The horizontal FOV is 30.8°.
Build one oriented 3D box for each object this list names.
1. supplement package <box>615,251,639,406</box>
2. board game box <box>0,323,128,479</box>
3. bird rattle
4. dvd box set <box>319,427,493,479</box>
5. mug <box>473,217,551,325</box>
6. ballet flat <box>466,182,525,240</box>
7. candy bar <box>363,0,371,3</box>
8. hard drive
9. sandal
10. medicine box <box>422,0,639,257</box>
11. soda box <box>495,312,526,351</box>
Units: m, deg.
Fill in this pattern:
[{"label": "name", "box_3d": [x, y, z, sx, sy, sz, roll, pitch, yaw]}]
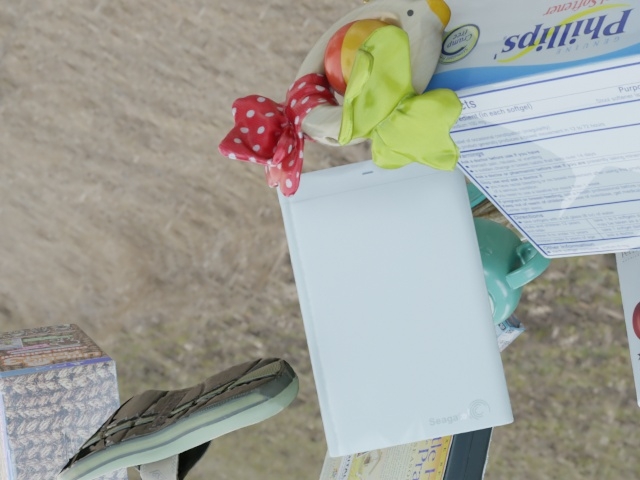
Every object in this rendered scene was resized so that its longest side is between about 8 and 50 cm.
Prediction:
[{"label": "supplement package", "box_3d": [0.451, 0.091, 1.266, 0.194, 0.203, 0.149, -26, 134, 31]}, {"label": "board game box", "box_3d": [-0.357, 0.252, 1.541, 0.141, 0.232, 0.291, -7, -171, -20]}, {"label": "bird rattle", "box_3d": [0.032, -0.139, 1.107, 0.143, 0.207, 0.253, 38, 155, -28]}, {"label": "dvd box set", "box_3d": [0.088, 0.397, 1.645, 0.062, 0.307, 0.420, 23, 156, -17]}, {"label": "mug", "box_3d": [0.199, 0.042, 1.472, 0.129, 0.097, 0.157, 30, 134, -4]}, {"label": "ballet flat", "box_3d": [0.313, -0.084, 1.668, 0.124, 0.342, 0.116, 44, -168, -22]}, {"label": "candy bar", "box_3d": [0.078, -0.334, 1.678, 0.040, 0.018, 0.161, 16, -175, -2]}, {"label": "hard drive", "box_3d": [0.080, 0.064, 1.267, 0.203, 0.307, 0.040, -11, 178, 1]}, {"label": "sandal", "box_3d": [-0.138, 0.194, 1.094, 0.303, 0.120, 0.086, -21, 107, 35]}, {"label": "medicine box", "box_3d": [0.273, -0.122, 1.111, 0.263, 0.149, 0.289, -6, 143, 43]}, {"label": "soda box", "box_3d": [0.251, 0.093, 1.899, 0.058, 0.063, 0.183, 8, -139, -52]}]
